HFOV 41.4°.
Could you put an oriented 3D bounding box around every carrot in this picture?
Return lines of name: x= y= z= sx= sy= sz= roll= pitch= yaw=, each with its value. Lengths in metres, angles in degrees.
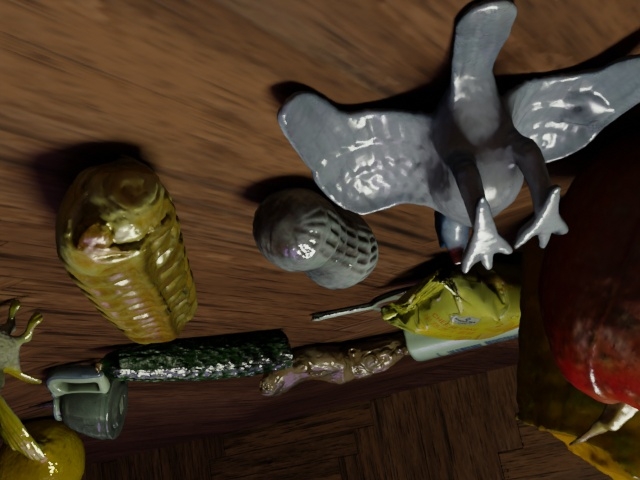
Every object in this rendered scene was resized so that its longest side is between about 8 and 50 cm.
carrot: x=0.329 y=0.101 z=0.889 sx=0.241 sy=0.341 sz=0.241 roll=3 pitch=170 yaw=1

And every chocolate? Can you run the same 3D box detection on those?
chocolate: x=0.000 y=0.000 z=0.714 sx=0.072 sy=0.072 sz=0.167 roll=-16 pitch=163 yaw=19

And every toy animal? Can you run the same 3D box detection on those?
toy animal: x=-0.323 y=0.090 z=0.818 sx=0.219 sy=0.155 sz=0.095 roll=26 pitch=-149 yaw=25
toy animal: x=0.091 y=-0.059 z=0.563 sx=0.239 sy=0.176 sz=0.255 roll=-12 pitch=131 yaw=-8

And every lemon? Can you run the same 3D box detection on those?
lemon: x=-0.587 y=0.470 z=1.782 sx=0.187 sy=0.187 sz=0.244 roll=-2 pitch=152 yaw=-29

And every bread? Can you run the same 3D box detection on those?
bread: x=-0.149 y=0.026 z=0.693 sx=0.077 sy=0.084 sz=0.367 roll=30 pitch=164 yaw=3

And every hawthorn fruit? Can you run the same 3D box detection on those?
hawthorn fruit: x=0.303 y=0.029 z=0.662 sx=0.258 sy=0.262 sz=0.258 roll=20 pitch=153 yaw=11

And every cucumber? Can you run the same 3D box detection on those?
cucumber: x=-0.182 y=0.173 z=1.229 sx=0.293 sy=0.067 sz=0.067 roll=-2 pitch=163 yaw=-26

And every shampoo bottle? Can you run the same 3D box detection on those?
shampoo bottle: x=0.315 y=0.111 z=1.313 sx=0.359 sy=0.078 sz=0.134 roll=-17 pitch=167 yaw=22

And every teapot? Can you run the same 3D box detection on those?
teapot: x=-0.359 y=0.246 z=1.291 sx=0.108 sy=0.111 sz=0.149 roll=3 pitch=170 yaw=3

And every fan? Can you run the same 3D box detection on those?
fan: x=0.097 y=0.090 z=1.218 sx=0.226 sy=0.008 sz=0.152 roll=-12 pitch=166 yaw=1

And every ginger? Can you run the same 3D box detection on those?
ginger: x=0.027 y=0.215 z=1.520 sx=0.290 sy=0.084 sz=0.122 roll=-13 pitch=-173 yaw=-5

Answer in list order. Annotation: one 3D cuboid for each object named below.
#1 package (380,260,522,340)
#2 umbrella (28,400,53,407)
package: x=0.202 y=0.076 z=1.082 sx=0.226 sy=0.090 sz=0.168 roll=0 pitch=159 yaw=-27
umbrella: x=-0.481 y=0.302 z=1.578 sx=0.122 sy=0.013 sz=0.022 roll=-10 pitch=153 yaw=0
